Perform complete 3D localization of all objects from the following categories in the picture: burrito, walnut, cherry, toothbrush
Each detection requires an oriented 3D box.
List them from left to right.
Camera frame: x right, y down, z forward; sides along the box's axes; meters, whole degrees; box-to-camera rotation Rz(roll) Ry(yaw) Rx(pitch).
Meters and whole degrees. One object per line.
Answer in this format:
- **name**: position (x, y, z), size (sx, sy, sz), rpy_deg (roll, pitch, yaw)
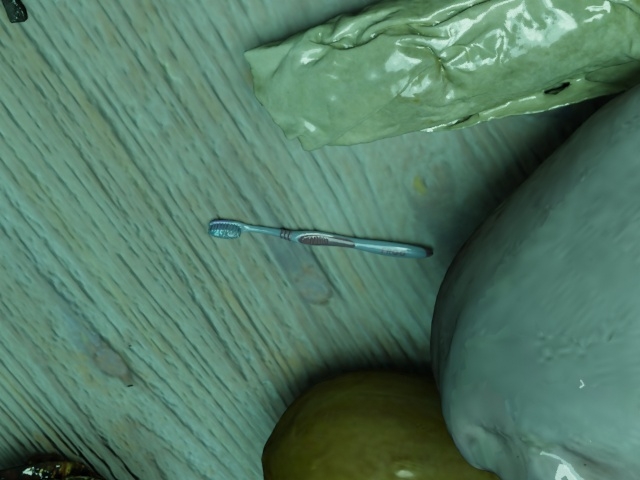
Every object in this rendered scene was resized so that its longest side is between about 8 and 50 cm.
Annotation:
- **toothbrush**: position (0.000, 0.000, 0.782), size (0.193, 0.019, 0.013), rpy_deg (7, 121, 1)
- **walnut**: position (0.094, 0.220, 0.799), size (0.298, 0.203, 0.203), rpy_deg (8, 121, 10)
- **burrito**: position (0.142, -0.141, 0.647), size (0.392, 0.076, 0.117), rpy_deg (-13, 118, 13)
- **cherry**: position (0.232, 0.064, 0.612), size (0.291, 0.326, 0.335), rpy_deg (27, 122, -21)

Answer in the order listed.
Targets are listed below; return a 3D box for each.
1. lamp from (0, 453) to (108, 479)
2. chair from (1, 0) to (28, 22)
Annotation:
- **lamp**: position (-0.275, 0.314, 0.894), size (0.227, 0.227, 0.226), rpy_deg (3, 121, 5)
- **chair**: position (-0.297, -0.234, 0.626), size (0.106, 0.113, 0.229), rpy_deg (-7, 123, 8)
